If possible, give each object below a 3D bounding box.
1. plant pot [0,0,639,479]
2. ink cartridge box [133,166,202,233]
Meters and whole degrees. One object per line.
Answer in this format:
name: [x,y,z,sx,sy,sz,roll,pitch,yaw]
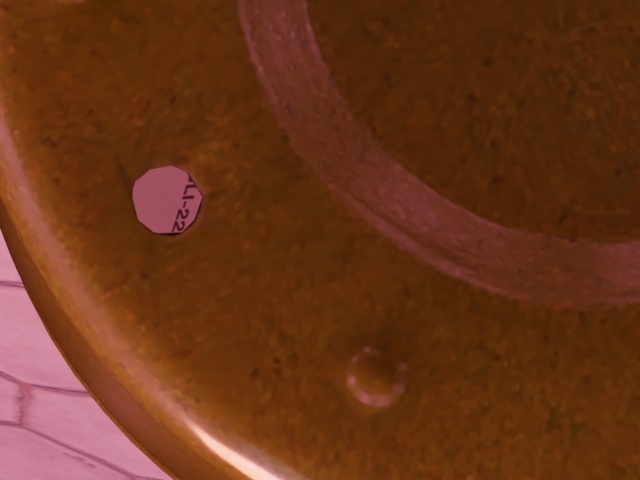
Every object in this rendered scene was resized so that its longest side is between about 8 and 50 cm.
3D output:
plant pot: [0.056,-0.054,0.506,0.366,0.367,0.353,15,-178,2]
ink cartridge box: [0.000,0.000,1.047,0.114,0.197,0.273,0,153,35]
